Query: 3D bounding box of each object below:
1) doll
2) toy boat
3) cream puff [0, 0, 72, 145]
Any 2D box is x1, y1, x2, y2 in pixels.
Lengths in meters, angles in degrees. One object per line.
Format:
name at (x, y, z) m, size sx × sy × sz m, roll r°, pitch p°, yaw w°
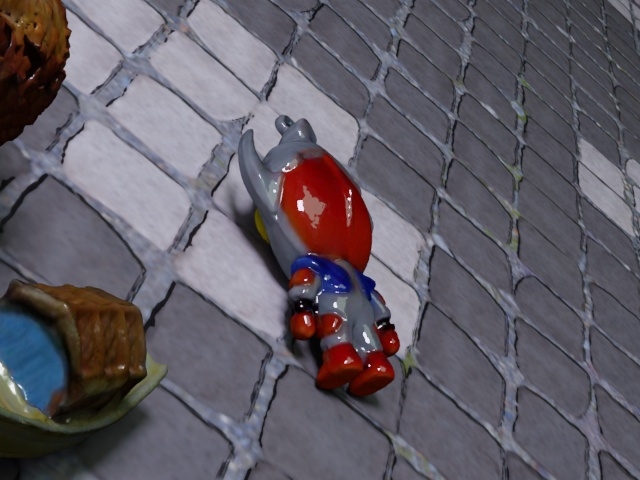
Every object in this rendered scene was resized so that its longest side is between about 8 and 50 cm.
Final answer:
doll at (0.000, 0.001, 0.705) m, size 0.104 × 0.062 × 0.194 m, roll 4°, pitch 54°, yaw -29°
toy boat at (-0.112, 0.045, 0.452) m, size 0.065 × 0.066 × 0.172 m, roll 54°, pitch 13°, yaw 16°
cream puff at (-0.210, -0.128, 0.462) m, size 0.240 × 0.164 × 0.240 m, roll 53°, pitch 12°, yaw -16°
